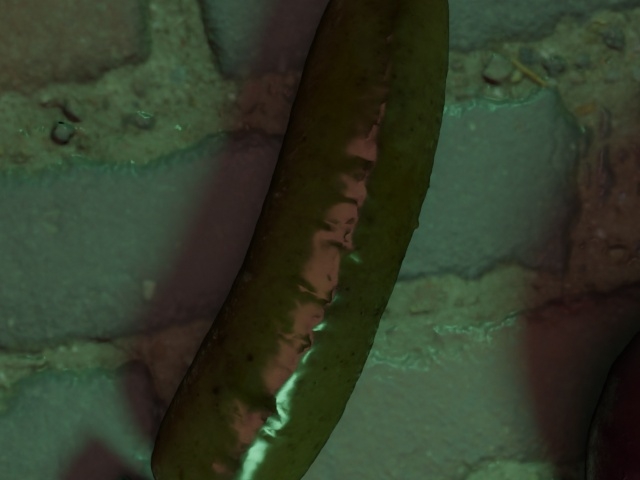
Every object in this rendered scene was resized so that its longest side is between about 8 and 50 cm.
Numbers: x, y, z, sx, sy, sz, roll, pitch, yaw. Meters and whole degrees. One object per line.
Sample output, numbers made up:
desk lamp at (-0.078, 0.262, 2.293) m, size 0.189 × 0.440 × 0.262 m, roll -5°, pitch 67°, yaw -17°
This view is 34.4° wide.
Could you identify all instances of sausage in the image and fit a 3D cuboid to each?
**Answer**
sausage at (0.003, 0.000, 0.827) m, size 0.136 × 0.123 × 0.501 m, roll 20°, pitch 88°, yaw 28°

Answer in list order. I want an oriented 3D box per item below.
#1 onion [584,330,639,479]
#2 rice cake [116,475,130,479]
onion at (0.366, 0.195, 0.744) m, size 0.358 × 0.345 × 0.358 m, roll 9°, pitch 112°, yaw 24°
rice cake at (-0.056, 0.324, 0.847) m, size 0.336 × 0.063 × 0.066 m, roll 41°, pitch 92°, yaw 0°
